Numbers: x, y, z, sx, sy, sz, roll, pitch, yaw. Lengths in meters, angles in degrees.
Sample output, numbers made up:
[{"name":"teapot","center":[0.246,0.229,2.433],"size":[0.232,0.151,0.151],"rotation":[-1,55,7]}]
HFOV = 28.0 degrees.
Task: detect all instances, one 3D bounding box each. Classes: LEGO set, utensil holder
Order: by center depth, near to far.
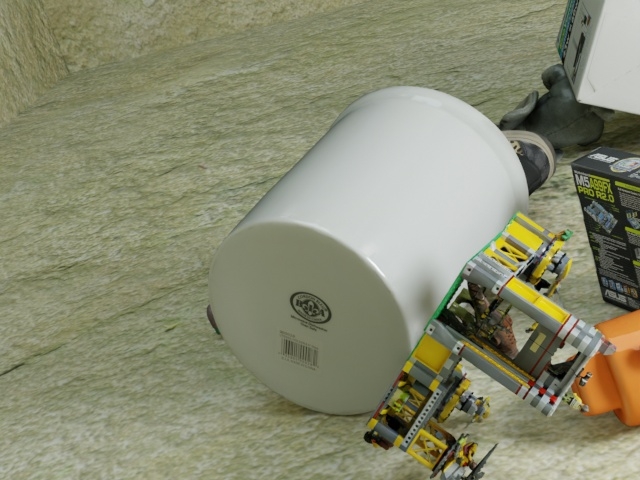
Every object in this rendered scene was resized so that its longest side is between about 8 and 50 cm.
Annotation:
[{"name":"LEGO set","center":[0.213,0.147,1.461],"size":[0.192,0.331,0.255],"rotation":[35,16,12]},{"name":"utensil holder","center":[0.070,0.007,1.782],"size":[0.328,0.327,0.385],"rotation":[-3,27,33]}]

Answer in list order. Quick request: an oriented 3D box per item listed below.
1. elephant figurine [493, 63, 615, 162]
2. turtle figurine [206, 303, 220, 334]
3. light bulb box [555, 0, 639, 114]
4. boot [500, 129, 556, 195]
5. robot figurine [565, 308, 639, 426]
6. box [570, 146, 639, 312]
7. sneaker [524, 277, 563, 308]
[{"name":"elephant figurine","center":[0.377,-0.188,2.286],"size":[0.239,0.186,0.169],"rotation":[-30,65,-1]},{"name":"turtle figurine","center":[-0.061,0.072,2.023],"size":[0.234,0.118,0.175],"rotation":[-14,21,26]},{"name":"light bulb box","center":[0.610,-0.352,2.183],"size":[0.358,0.225,0.361],"rotation":[12,24,-2]},{"name":"boot","center":[0.186,-0.071,2.145],"size":[0.378,0.138,0.284],"rotation":[-2,26,22]},{"name":"robot figurine","center":[0.396,0.136,1.476],"size":[0.220,0.158,0.128],"rotation":[-18,41,-1]},{"name":"box","center":[0.441,0.008,1.630],"size":[0.060,0.216,0.270],"rotation":[-25,22,-19]},{"name":"sneaker","center":[0.310,0.067,1.825],"size":[0.040,0.043,0.109],"rotation":[-25,21,-11]}]
